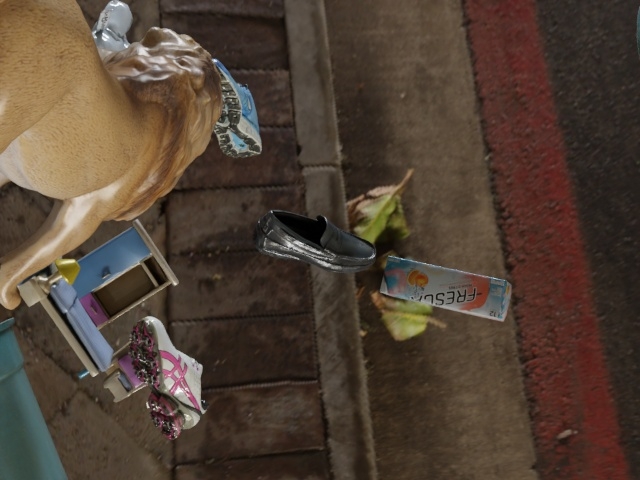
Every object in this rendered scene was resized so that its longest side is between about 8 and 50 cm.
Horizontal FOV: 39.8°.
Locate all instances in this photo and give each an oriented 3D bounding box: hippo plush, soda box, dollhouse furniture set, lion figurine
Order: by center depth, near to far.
[{"bbox_3d":[-0.179,-0.084,0.567,0.240,0.392,0.142,-41,87,-4],"label":"lion figurine"},{"bbox_3d":[0.185,0.071,1.307,0.183,0.063,0.058,11,85,21],"label":"soda box"},{"bbox_3d":[-0.324,0.118,1.453,0.198,0.303,0.286,-33,98,-7],"label":"dollhouse furniture set"},{"bbox_3d":[-0.432,-0.400,2.031,0.237,0.294,0.234,33,64,-18],"label":"hippo plush"}]

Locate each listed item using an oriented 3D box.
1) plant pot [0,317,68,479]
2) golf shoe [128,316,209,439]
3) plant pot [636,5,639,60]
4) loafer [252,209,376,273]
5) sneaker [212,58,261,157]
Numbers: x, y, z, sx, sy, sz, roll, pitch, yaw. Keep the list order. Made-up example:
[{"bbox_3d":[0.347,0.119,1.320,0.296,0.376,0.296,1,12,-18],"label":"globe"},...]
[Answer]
[{"bbox_3d":[-0.628,0.360,1.558,0.341,0.341,0.334,-27,95,-21],"label":"plant pot"},{"bbox_3d":[-0.208,0.178,1.221,0.086,0.067,0.186,-33,124,-37],"label":"golf shoe"},{"bbox_3d":[0.420,-0.163,0.626,0.272,0.255,0.271,12,62,-23],"label":"plant pot"},{"bbox_3d":[0.000,0.000,1.442,0.223,0.078,0.076,13,43,-26],"label":"loafer"},{"bbox_3d":[-0.117,-0.170,1.084,0.063,0.162,0.073,-6,60,11],"label":"sneaker"}]
